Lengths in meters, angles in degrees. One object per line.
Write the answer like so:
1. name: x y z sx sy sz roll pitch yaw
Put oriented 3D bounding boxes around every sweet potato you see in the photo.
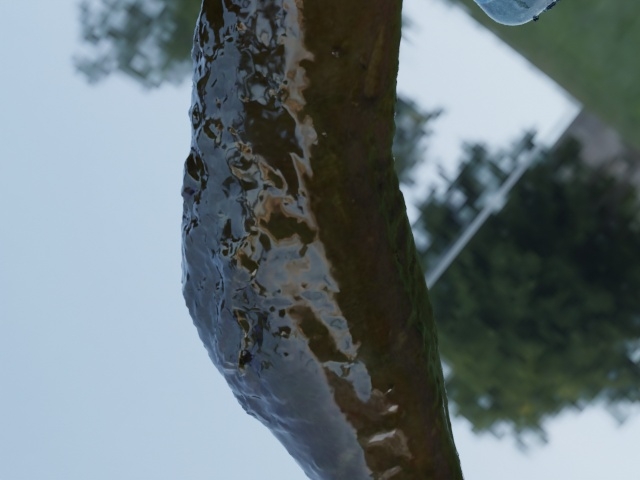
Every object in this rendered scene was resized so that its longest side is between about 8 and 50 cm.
1. sweet potato: -0.003 -0.002 0.736 0.114 0.341 0.092 2 -161 23

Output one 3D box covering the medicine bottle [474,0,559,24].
1. medicine bottle: 0.088 -0.231 1.204 0.208 0.090 0.054 42 -157 -26
